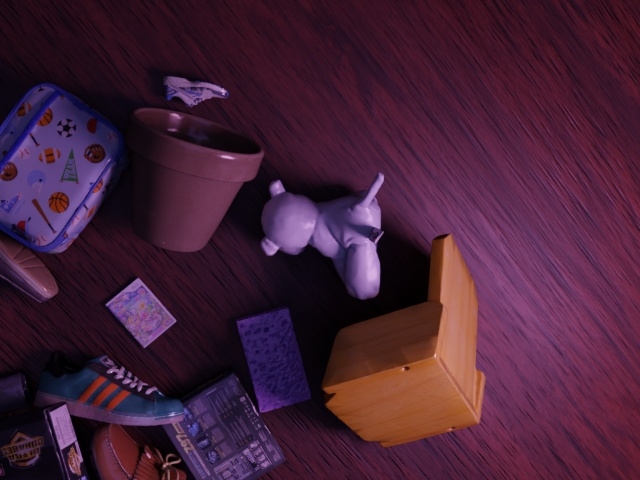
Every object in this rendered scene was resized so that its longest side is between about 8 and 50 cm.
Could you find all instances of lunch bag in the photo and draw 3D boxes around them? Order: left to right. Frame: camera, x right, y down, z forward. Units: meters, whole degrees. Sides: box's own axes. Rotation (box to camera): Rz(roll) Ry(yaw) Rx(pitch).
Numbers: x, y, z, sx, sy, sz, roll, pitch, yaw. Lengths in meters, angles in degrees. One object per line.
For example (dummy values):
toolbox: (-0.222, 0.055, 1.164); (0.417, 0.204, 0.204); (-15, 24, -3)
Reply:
lunch bag: (-0.532, -0.135, 1.309); (0.243, 0.115, 0.303); (36, 85, -2)

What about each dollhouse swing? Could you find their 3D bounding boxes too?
dollhouse swing: (0.179, 0.205, 1.421); (0.315, 0.305, 0.347); (-19, 141, 16)

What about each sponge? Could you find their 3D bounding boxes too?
sponge: (-0.101, 0.256, 1.470); (0.117, 0.031, 0.210); (-15, 97, -11)

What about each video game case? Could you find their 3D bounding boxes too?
video game case: (-0.374, 0.151, 1.418); (0.087, 0.011, 0.122); (-40, 100, -6)

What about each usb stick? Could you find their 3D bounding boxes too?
usb stick: (-0.712, 0.332, 1.343); (0.278, 0.045, 0.077); (-16, 97, -10)

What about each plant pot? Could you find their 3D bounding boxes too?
plant pot: (-0.266, -0.110, 1.326); (0.263, 0.263, 0.229); (15, 109, -12)

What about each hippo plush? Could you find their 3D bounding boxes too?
hippo plush: (0.000, 0.000, 1.363); (0.236, 0.294, 0.234); (1, 87, 2)

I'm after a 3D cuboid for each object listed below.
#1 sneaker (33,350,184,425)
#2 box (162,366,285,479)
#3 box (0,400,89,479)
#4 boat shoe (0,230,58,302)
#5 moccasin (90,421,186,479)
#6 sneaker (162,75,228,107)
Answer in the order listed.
sneaker: (-0.414, 0.292, 1.349); (0.302, 0.108, 0.121); (9, 83, 3)
box: (-0.209, 0.414, 1.444); (0.183, 0.059, 0.233); (-31, 100, -8)
box: (-0.586, 0.486, 1.298); (0.295, 0.073, 0.293); (-16, 87, 12)
boat shoe: (-0.640, 0.030, 1.315); (0.285, 0.103, 0.092); (42, 91, -8)
moccasin: (-0.319, 0.509, 1.377); (0.147, 0.139, 0.380); (-33, 99, 7)
sneaker: (-0.257, -0.301, 1.398); (0.135, 0.052, 0.058); (8, 102, -5)
